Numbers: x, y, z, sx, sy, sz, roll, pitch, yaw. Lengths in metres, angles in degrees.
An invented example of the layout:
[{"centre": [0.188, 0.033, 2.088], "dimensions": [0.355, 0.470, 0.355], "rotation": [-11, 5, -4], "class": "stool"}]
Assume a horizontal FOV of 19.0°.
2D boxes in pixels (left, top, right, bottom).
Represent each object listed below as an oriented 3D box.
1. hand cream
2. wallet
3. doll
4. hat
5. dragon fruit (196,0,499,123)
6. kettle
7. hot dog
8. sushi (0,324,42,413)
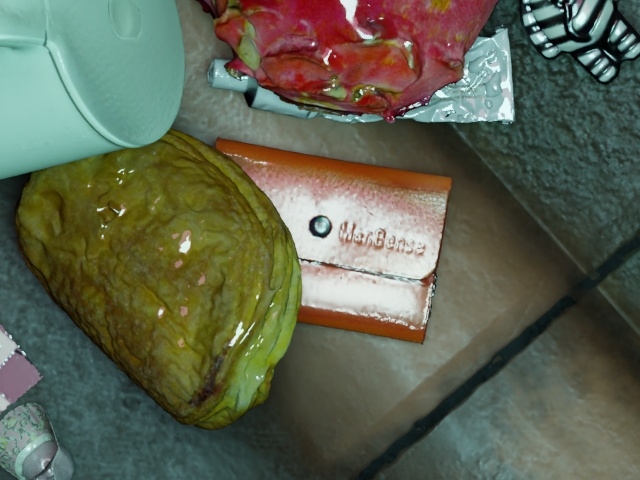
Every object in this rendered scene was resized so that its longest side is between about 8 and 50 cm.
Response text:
[{"centre": [0.034, -0.135, 1.601], "dimensions": [0.257, 0.050, 0.084], "rotation": [-1, 86, -2], "class": "hand cream"}, {"centre": [0.000, 0.000, 1.585], "dimensions": [0.204, 0.045, 0.142], "rotation": [10, 86, 1], "class": "wallet"}, {"centre": [0.182, -0.225, 1.602], "dimensions": [0.091, 0.067, 0.219], "rotation": [-43, 93, 17], "class": "doll"}, {"centre": [-0.233, 0.175, 1.571], "dimensions": [0.058, 0.042, 0.087], "rotation": [-43, 51, -8], "class": "hat"}, {"centre": [0.013, -0.201, 1.519], "dimensions": [0.261, 0.189, 0.163], "rotation": [-2, 46, 11], "class": "dragon fruit"}, {"centre": [-0.297, -0.148, 1.441], "dimensions": [0.318, 0.265, 0.205], "rotation": [-9, 59, 24], "class": "kettle"}, {"centre": [-0.118, 0.028, 1.507], "dimensions": [0.272, 0.122, 0.196], "rotation": [38, 109, 27], "class": "hot dog"}, {"centre": [-0.364, 0.111, 1.565], "dimensions": [0.210, 0.040, 0.193], "rotation": [-39, 90, -4], "class": "sushi"}]
